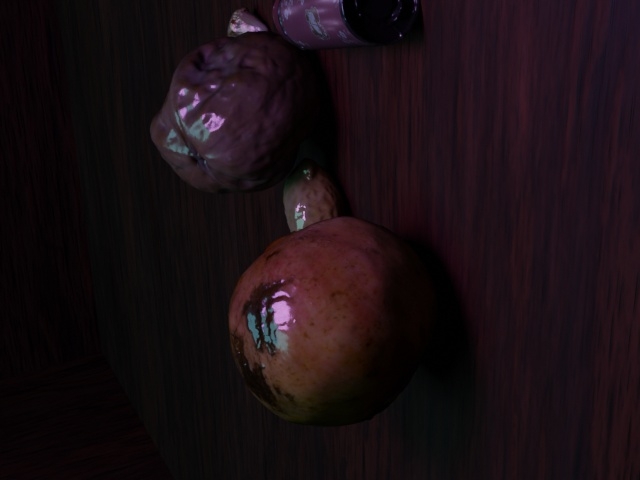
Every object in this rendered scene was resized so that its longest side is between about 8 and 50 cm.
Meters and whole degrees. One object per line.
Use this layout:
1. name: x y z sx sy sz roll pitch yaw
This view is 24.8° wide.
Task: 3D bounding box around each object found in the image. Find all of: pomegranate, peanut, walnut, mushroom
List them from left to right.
1. walnut: -0.126 -0.198 2.252 0.227 0.273 0.273 34 152 3
2. mushroom: -0.094 -0.306 2.397 0.202 0.054 0.059 56 160 28
3. peanut: 0.000 0.000 2.285 0.117 0.101 0.263 -4 100 65
4. pomegranate: 0.018 0.113 2.037 0.322 0.322 0.322 165 90 -70

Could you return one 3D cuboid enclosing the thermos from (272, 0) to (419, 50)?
1. thermos: 0.006 -0.326 2.002 0.136 0.109 0.330 37 171 -21
